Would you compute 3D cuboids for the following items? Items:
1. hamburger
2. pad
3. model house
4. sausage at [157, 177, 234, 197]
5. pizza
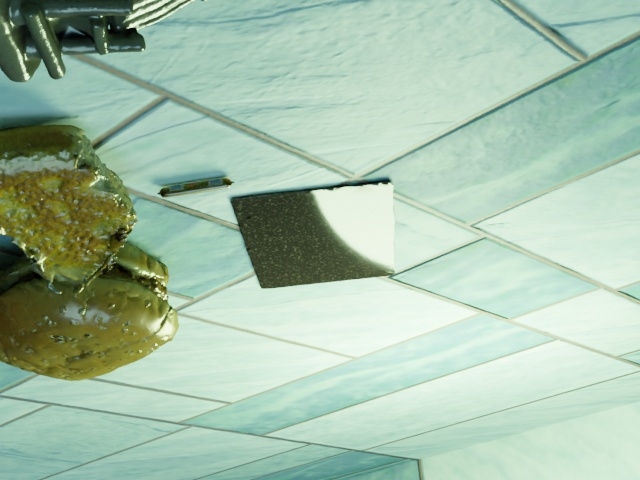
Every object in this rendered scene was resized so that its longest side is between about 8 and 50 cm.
[{"bbox_3d":[-0.356,0.108,1.453,0.283,0.145,0.259,-23,150,38],"label":"hamburger"},{"bbox_3d":[0.000,0.000,1.454,0.220,0.004,0.330,-6,156,1],"label":"pad"},{"bbox_3d":[-0.179,-0.230,0.768,0.188,0.122,0.229,-7,153,-3],"label":"model house"},{"bbox_3d":[-0.158,-0.066,1.261,0.100,0.015,0.015,-9,156,6],"label":"sausage"},{"bbox_3d":[-0.317,-0.033,1.194,0.189,0.071,0.297,-15,141,5],"label":"pizza"}]
